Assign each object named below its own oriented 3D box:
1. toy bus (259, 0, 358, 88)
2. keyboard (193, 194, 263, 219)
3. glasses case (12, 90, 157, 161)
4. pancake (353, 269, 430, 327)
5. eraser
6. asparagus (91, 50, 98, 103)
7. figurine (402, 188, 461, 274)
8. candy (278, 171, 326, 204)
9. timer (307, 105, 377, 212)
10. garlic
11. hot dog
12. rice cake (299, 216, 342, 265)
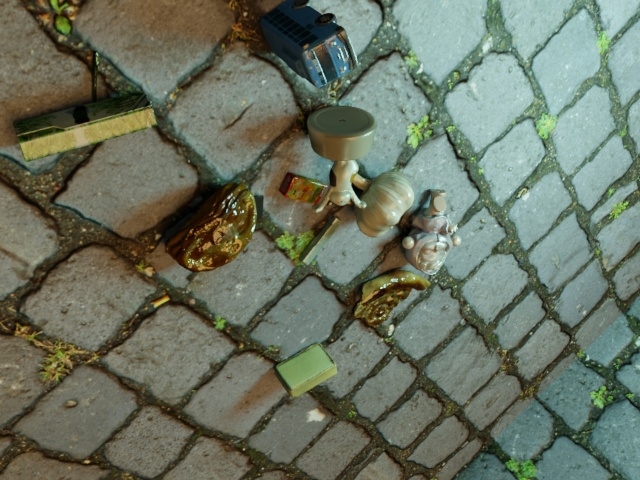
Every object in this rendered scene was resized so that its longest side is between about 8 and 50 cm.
[{"bbox_3d":[-0.029,-0.438,1.639,0.133,0.234,0.116,-34,135,-8],"label":"toy bus"},{"bbox_3d":[-0.237,-0.070,1.917,0.196,0.015,0.074,-14,132,-27],"label":"keyboard"},{"bbox_3d":[-0.485,-0.242,1.532,0.272,0.095,0.062,-20,124,-18],"label":"glasses case"},{"bbox_3d":[0.217,0.174,2.400,0.257,0.056,0.212,-45,136,0],"label":"pancake"},{"bbox_3d":[-0.047,0.409,2.338,0.172,0.117,0.058,-28,138,-17],"label":"eraser"},{"bbox_3d":[-0.474,-0.318,1.559,0.016,0.013,0.166,-1,122,-23],"label":"asparagus"},{"bbox_3d":[0.339,-0.022,2.296,0.200,0.133,0.276,-2,118,-21],"label":"figurine"},{"bbox_3d":[-0.047,-0.139,1.987,0.122,0.038,0.062,12,113,-41],"label":"candy"},{"bbox_3d":[0.054,-0.193,1.919,0.175,0.175,0.266,-19,130,-24],"label":"timer"},{"bbox_3d":[0.135,-0.131,2.074,0.226,0.199,0.199,36,98,-13],"label":"garlic"},{"bbox_3d":[-0.258,-0.025,1.842,0.259,0.114,0.175,-44,140,5],"label":"hot dog"},{"bbox_3d":[0.000,0.000,2.131,0.171,0.029,0.033,-50,133,7],"label":"rice cake"}]
